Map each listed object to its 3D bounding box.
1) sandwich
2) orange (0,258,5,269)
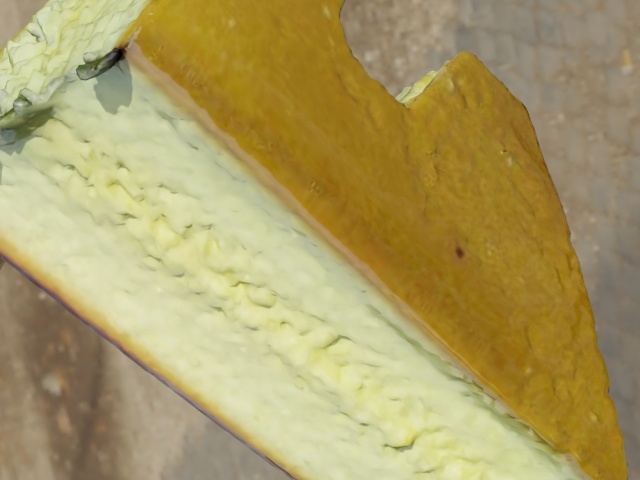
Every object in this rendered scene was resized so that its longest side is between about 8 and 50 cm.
[{"bbox_3d":[0.000,0.000,0.509,0.235,0.128,0.122,43,137,-18],"label":"sandwich"},{"bbox_3d":[-0.335,-0.039,1.029,0.264,0.264,0.264,47,144,50],"label":"orange"}]
